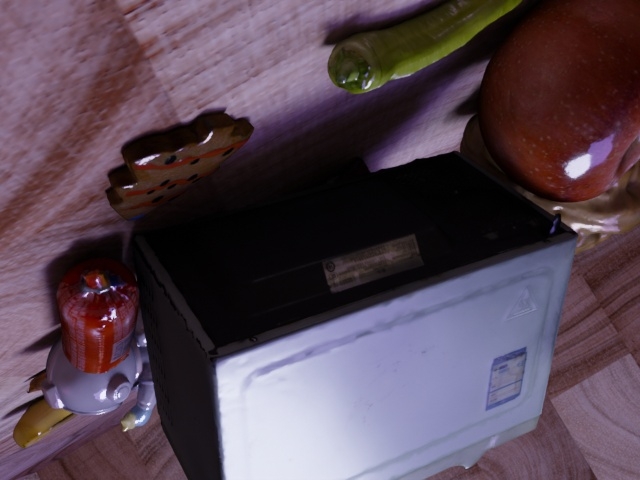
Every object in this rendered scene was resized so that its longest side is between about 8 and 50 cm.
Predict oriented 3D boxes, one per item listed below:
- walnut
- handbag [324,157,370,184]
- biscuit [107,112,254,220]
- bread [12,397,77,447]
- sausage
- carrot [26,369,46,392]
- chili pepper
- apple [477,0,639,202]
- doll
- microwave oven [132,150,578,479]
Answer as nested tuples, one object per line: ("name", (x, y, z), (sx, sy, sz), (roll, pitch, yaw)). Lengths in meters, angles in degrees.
("walnut", (0.288, -0.100, 0.972), (0.257, 0.257, 0.225), (-23, 138, -39))
("handbag", (-0.002, -0.002, 0.986), (0.203, 0.074, 0.216), (-39, 173, 1))
("biscuit", (-0.105, -0.048, 0.584), (0.119, 0.019, 0.130), (-21, 168, -48))
("bread", (-0.436, 0.277, 1.302), (0.115, 0.056, 0.082), (-31, 176, -44))
("sausage", (-0.209, 0.071, 0.771), (0.074, 0.074, 0.274), (-27, 172, -21))
("carrot", (-0.293, 0.155, 1.115), (0.224, 0.057, 0.057), (-22, 170, -14))
("chili pepper", (0.080, -0.148, 0.576), (0.208, 0.043, 0.049), (-32, 148, -25))
("apple", (0.226, -0.133, 0.732), (0.201, 0.162, 0.201), (-38, 157, -19))
("doll", (-0.200, 0.132, 0.994), (0.287, 0.151, 0.151), (-14, 163, -43))
("microwave oven", (0.025, 0.087, 0.793), (0.354, 0.218, 0.286), (-17, 127, -22))
